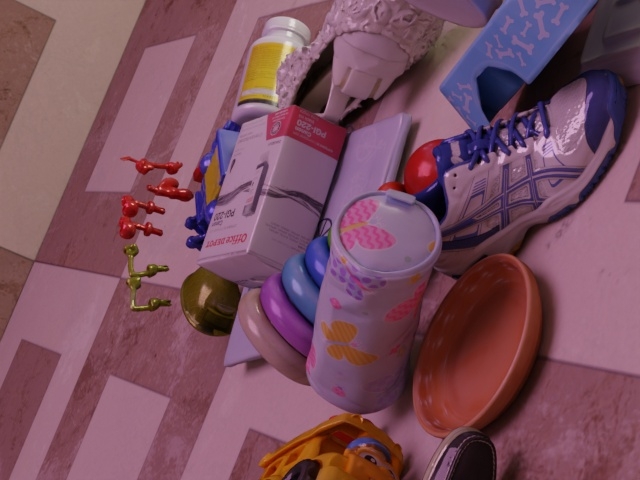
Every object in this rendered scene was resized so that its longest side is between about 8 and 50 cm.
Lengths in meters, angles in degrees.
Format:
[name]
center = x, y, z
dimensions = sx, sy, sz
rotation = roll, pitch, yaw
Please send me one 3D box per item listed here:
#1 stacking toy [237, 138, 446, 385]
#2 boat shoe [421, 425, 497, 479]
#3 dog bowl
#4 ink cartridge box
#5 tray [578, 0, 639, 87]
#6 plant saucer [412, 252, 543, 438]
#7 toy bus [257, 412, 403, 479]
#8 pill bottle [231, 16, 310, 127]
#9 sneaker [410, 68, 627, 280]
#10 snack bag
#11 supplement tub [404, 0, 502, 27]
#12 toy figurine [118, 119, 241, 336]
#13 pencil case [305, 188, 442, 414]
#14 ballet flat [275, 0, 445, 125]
[stacking toy]
center = 0.060, 0.014, 1.859
dimensions = 0.330, 0.141, 0.141
rotation = -45, 28, 17
[boat shoe]
center = 0.127, 0.286, 1.498
dimensions = 0.073, 0.080, 0.224
rotation = 8, 80, 61
[dog bowl]
center = 0.213, -0.217, 1.695
dimensions = 0.166, 0.074, 0.297
rotation = -51, -1, -24
[ink cartridge box]
center = -0.066, -0.056, 2.158
dimensions = 0.158, 0.092, 0.218
rotation = -12, 58, 59
[tray]
center = 0.342, -0.228, 1.606
dimensions = 0.270, 0.030, 0.145
rotation = -10, 59, 64
[plant saucer]
center = 0.164, 0.111, 1.642
dimensions = 0.200, 0.037, 0.200
rotation = -49, 27, 36
[toy bus]
center = 0.019, 0.258, 1.707
dimensions = 0.220, 0.149, 0.211
rotation = -37, 19, 46
[pill bottle]
center = -0.068, -0.243, 2.444
dimensions = 0.103, 0.103, 0.184
rotation = -32, 39, 53
[sneaker]
center = 0.187, -0.073, 1.661
dimensions = 0.296, 0.131, 0.112
rotation = -49, 25, 31
[snack bag]
center = 0.000, 0.000, 2.130
dimensions = 0.342, 0.037, 0.323
rotation = -20, 50, 56
[supplement tub]
center = 0.184, -0.438, 1.863
dimensions = 0.331, 0.241, 0.241
rotation = -60, 22, -4
[toy figurine]
center = -0.163, -0.066, 2.329
dimensions = 0.217, 0.191, 0.363
rotation = -57, 26, 34
[pencil case]
center = 0.056, 0.068, 1.701
dimensions = 0.124, 0.113, 0.273
rotation = -50, -19, -33
[ballet flat]
center = 0.046, -0.226, 2.137
dimensions = 0.409, 0.147, 0.147
rotation = 142, 147, -63
